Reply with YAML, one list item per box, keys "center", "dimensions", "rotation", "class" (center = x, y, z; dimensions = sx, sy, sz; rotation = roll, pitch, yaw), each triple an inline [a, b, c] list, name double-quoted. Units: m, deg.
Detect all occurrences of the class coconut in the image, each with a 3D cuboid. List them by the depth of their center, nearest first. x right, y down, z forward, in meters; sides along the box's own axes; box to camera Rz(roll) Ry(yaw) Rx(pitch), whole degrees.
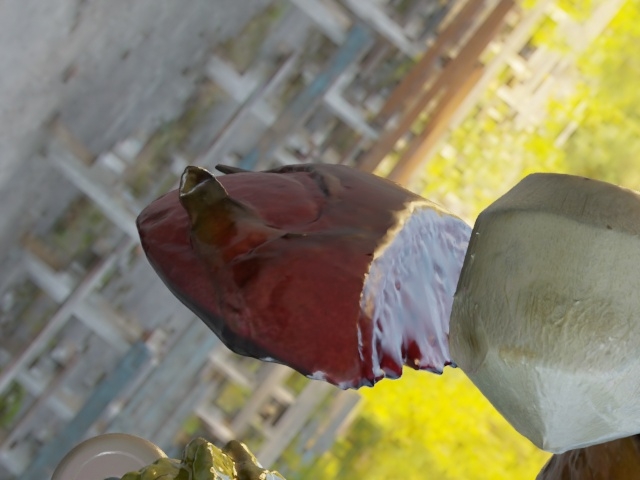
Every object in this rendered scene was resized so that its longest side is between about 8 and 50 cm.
- center: [0.161, 0.048, 0.991]
  dimensions: [0.161, 0.161, 0.162]
  rotation: [102, 3, -90]
  class: "coconut"

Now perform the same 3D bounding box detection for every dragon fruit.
- center: [0.000, 0.000, 1.140]
  dimensions: [0.343, 0.282, 0.100]
  rotation: [-10, 119, -63]
  class: "dragon fruit"

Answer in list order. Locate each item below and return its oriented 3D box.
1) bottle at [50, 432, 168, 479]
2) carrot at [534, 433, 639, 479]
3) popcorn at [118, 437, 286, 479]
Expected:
- center: [-0.224, 0.325, 1.893]
  dimensions: [0.147, 0.147, 0.236]
  rotation: [-51, 163, -20]
  class: "bottle"
- center: [0.281, 0.224, 1.323]
  dimensions: [0.224, 0.224, 0.341]
  rotation: [-51, 164, -36]
  class: "carrot"
- center: [-0.092, 0.291, 1.439]
  dimensions: [0.212, 0.259, 0.259]
  rotation: [-54, 179, 13]
  class: "popcorn"
